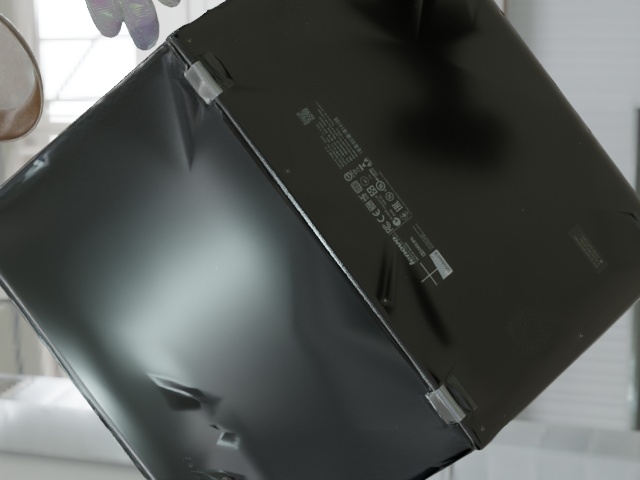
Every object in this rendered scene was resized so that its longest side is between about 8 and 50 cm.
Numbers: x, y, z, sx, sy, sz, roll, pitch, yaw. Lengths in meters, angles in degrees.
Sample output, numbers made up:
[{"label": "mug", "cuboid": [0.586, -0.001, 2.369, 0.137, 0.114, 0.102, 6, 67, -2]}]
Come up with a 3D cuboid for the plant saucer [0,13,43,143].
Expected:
[{"label": "plant saucer", "cuboid": [-0.383, -0.197, 1.532, 0.036, 0.198, 0.199, -58, -34, -42]}]

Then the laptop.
[{"label": "laptop", "cuboid": [0.000, 0.000, 1.136, 0.408, 0.236, 0.382, -38, -87, -27]}]

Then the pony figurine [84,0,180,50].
[{"label": "pony figurine", "cuboid": [-0.110, -0.355, 1.246, 0.302, 0.351, 0.363, 0, -46, -41]}]
